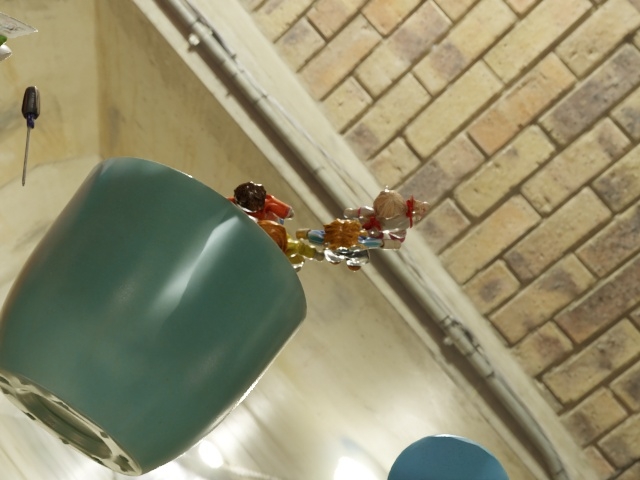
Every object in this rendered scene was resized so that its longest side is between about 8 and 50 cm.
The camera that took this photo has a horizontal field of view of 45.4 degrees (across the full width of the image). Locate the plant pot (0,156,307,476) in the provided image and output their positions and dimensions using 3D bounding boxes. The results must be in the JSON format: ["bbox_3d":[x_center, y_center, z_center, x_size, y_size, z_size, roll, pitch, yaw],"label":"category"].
[{"bbox_3d":[-0.198,0.098,0.806,0.235,0.293,0.293,-56,4,-32],"label":"plant pot"}]

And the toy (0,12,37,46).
[{"bbox_3d":[-0.480,-0.302,0.934,0.136,0.056,0.237,-7,-10,18],"label":"toy"}]

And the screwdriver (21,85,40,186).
[{"bbox_3d":[-0.375,-0.134,0.989,0.024,0.170,0.025,-27,-33,23],"label":"screwdriver"}]

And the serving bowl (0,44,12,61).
[{"bbox_3d":[-0.554,-0.305,1.260,0.083,0.027,0.083,-24,14,6],"label":"serving bowl"}]

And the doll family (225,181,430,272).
[{"bbox_3d":[0.000,0.000,0.931,0.262,0.119,0.163,2,-13,5],"label":"doll family"}]

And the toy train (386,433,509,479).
[{"bbox_3d":[0.139,0.163,0.348,0.143,0.247,0.105,86,-159,-56],"label":"toy train"}]
